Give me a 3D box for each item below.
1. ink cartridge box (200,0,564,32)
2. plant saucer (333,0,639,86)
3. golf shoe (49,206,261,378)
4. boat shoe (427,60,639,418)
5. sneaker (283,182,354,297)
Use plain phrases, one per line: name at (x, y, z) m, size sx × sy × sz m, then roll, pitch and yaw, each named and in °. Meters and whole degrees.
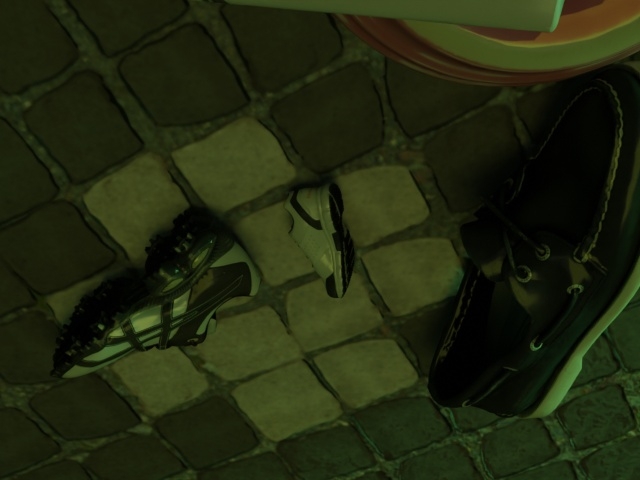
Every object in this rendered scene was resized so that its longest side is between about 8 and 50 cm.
ink cartridge box at (-0.017, -0.214, 0.463) m, size 0.273 × 0.114 × 0.197 m, roll 8°, pitch 127°, yaw 14°
plant saucer at (0.136, -0.231, 0.630) m, size 0.332 × 0.084 × 0.332 m, roll -2°, pitch 127°, yaw -3°
golf shoe at (-0.134, 0.065, 0.840) m, size 0.198 × 0.077 × 0.094 m, roll -36°, pitch 122°, yaw 23°
boat shoe at (0.156, 0.015, 0.795) m, size 0.113 × 0.127 × 0.340 m, roll -2°, pitch 138°, yaw -16°
sneaker at (0.000, 0.000, 0.830) m, size 0.044 × 0.040 × 0.109 m, roll -1°, pitch 126°, yaw 17°
